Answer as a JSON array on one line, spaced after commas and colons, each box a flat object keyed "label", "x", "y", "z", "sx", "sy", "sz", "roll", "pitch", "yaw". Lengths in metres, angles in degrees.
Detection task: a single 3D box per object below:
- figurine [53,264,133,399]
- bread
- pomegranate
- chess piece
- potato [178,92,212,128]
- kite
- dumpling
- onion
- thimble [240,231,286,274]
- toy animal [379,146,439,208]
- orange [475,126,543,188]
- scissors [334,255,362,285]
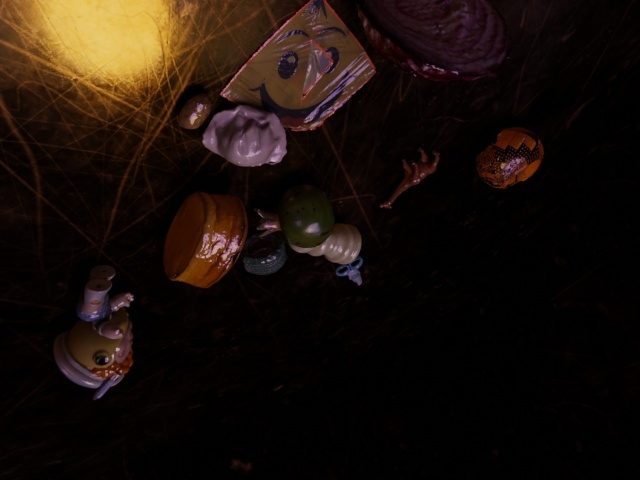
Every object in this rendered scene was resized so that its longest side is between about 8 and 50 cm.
[{"label": "figurine", "x": -0.618, "y": 0.224, "z": 1.225, "sx": 0.205, "sy": 0.224, "sz": 0.382, "roll": 6, "pitch": 114, "yaw": -18}, {"label": "bread", "x": -0.286, "y": -0.002, "z": 1.108, "sx": 0.142, "sy": 0.195, "sz": 0.270, "roll": 12, "pitch": 128, "yaw": -39}, {"label": "pomegranate", "x": -0.074, "y": -0.064, "z": 1.254, "sx": 0.224, "sy": 0.181, "sz": 0.181, "roll": -8, "pitch": 150, "yaw": 1}, {"label": "chess piece", "x": 0.000, "y": 0.000, "z": 1.463, "sx": 0.251, "sy": 0.144, "sz": 0.144, "roll": 9, "pitch": 133, "yaw": -44}, {"label": "potato", "x": -0.250, "y": -0.257, "z": 0.887, "sx": 0.083, "sy": 0.040, "sz": 0.051, "roll": -43, "pitch": 141, "yaw": 17}, {"label": "kite", "x": -0.033, "y": -0.364, "z": 0.956, "sx": 0.377, "sy": 0.013, "sz": 0.327, "roll": -14, "pitch": 147, "yaw": -24}, {"label": "dumpling", "x": -0.159, "y": -0.227, "z": 0.965, "sx": 0.188, "sy": 0.108, "sz": 0.127, "roll": 6, "pitch": 126, "yaw": -16}, {"label": "onion", "x": 0.214, "y": -0.402, "z": 0.892, "sx": 0.314, "sy": 0.280, "sz": 0.146, "roll": -17, "pitch": 163, "yaw": -25}, {"label": "thimble", "x": -0.174, "y": 0.037, "z": 1.358, "sx": 0.135, "sy": 0.118, "sz": 0.090, "roll": -11, "pitch": 145, "yaw": -4}, {"label": "toy animal", "x": 0.291, "y": -0.202, "z": 1.483, "sx": 0.224, "sy": 0.066, "sz": 0.230, "roll": -30, "pitch": 157, "yaw": -3}, {"label": "orange", "x": 0.668, "y": -0.296, "z": 1.576, "sx": 0.234, "sy": 0.182, "sz": 0.234, "roll": -15, "pitch": 154, "yaw": -7}, {"label": "scissors", "x": 0.142, "y": 0.144, "z": 1.931, "sx": 0.125, "sy": 0.030, "sz": 0.256, "roll": -30, "pitch": 150, "yaw": 1}]
